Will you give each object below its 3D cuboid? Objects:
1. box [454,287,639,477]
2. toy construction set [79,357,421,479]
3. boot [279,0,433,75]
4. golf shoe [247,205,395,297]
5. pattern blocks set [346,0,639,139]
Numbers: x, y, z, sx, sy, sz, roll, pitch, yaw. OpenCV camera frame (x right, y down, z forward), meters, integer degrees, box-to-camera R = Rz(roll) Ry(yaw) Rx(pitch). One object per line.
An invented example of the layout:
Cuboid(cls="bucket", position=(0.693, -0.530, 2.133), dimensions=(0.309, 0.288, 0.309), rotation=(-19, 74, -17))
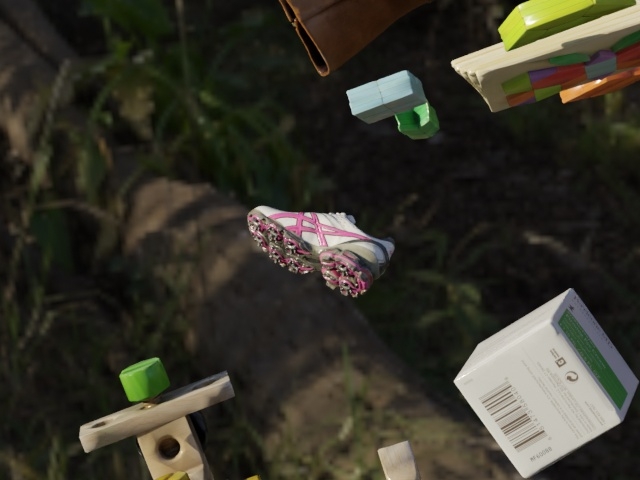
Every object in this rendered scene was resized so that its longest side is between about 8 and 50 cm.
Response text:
Cuboid(cls="box", position=(0.182, 0.114, 1.327), dimensions=(0.102, 0.101, 0.087), rotation=(-35, 3, 25))
Cuboid(cls="toy construction set", position=(-0.062, 0.196, 1.216), dimensions=(0.309, 0.237, 0.257), rotation=(-16, 1, 22))
Cuboid(cls="boot", position=(0.052, -0.362, 1.856), dimensions=(0.280, 0.264, 0.096), rotation=(-30, 24, -12))
Cuboid(cls="golf shoe", position=(0.000, 0.000, 1.945), dimensions=(0.186, 0.067, 0.086), rotation=(25, 54, 26))
Cuboid(cls="pattern blocks set", position=(0.191, -0.132, 1.147), dimensions=(0.325, 0.026, 0.285), rotation=(-20, -10, 23))
